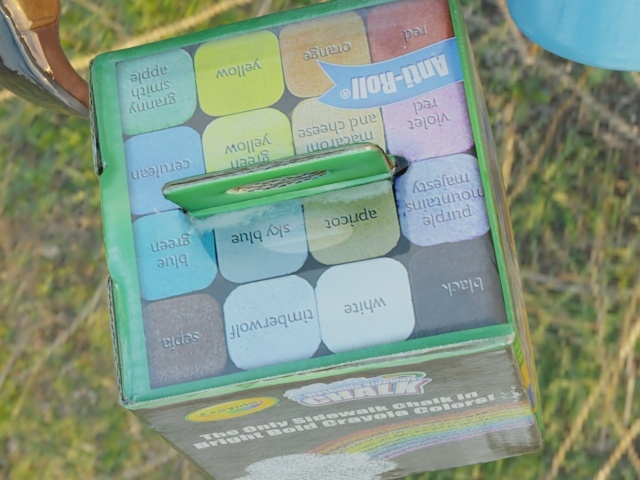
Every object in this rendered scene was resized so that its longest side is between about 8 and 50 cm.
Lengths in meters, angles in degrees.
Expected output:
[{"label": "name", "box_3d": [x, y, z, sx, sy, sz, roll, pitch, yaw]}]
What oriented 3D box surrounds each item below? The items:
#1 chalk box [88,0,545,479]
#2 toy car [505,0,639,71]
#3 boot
[{"label": "chalk box", "box_3d": [0.000, 0.000, 0.630, 0.132, 0.132, 0.213, -10, 159, 6]}, {"label": "toy car", "box_3d": [0.198, -0.163, 0.538, 0.238, 0.210, 0.219, 16, 124, 14]}, {"label": "boot", "box_3d": [-0.262, -0.294, 1.833, 0.096, 0.280, 0.264, 9, 152, 48]}]
